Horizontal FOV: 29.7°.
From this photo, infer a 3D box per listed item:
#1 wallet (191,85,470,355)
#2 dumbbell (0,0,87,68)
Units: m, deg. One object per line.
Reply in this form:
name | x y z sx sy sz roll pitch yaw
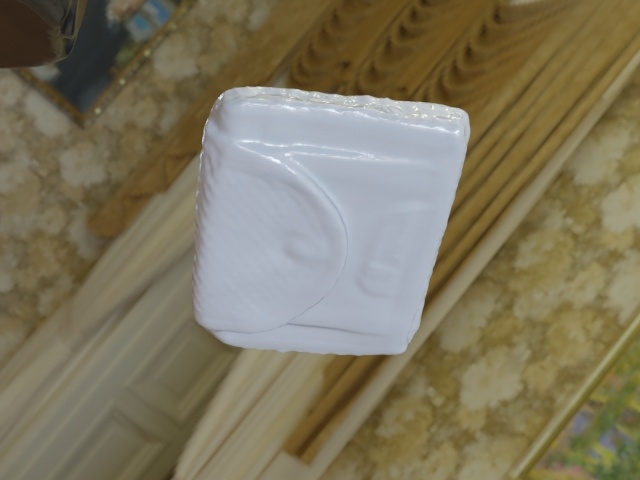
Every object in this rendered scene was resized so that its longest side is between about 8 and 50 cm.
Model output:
wallet | 0.000 0.000 0.592 0.124 0.032 0.183 4 -42 -5
dumbbell | -0.142 -0.221 0.430 0.185 0.388 0.185 12 -8 2
